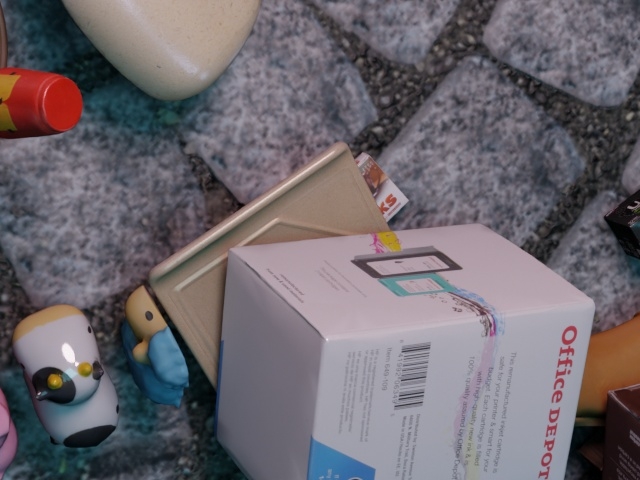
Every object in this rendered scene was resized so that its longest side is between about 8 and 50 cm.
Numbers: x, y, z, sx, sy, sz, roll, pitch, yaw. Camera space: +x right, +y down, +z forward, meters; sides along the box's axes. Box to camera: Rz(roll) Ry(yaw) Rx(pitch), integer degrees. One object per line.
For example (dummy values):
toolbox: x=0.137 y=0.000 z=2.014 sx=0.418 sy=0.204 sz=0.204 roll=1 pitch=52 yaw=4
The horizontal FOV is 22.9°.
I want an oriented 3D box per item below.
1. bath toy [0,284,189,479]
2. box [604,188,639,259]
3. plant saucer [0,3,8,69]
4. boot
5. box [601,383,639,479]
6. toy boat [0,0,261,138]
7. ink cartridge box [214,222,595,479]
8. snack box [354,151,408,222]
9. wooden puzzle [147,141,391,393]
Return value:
bath toy: x=-0.289 y=0.160 z=1.389 sx=0.348 sy=0.129 sz=0.151 roll=-24 pitch=120 yaw=-10
box: x=0.341 y=-0.024 z=1.589 sx=0.083 sy=0.062 sz=0.052 roll=-37 pitch=108 yaw=-7
plant saucer: x=-0.402 y=-0.162 z=1.317 sx=0.277 sy=0.041 sz=0.278 roll=0 pitch=93 yaw=-8
boot: x=0.314 y=0.107 z=1.581 sx=0.220 sy=0.109 sz=0.283 roll=-45 pitch=112 yaw=-3
box: x=0.390 y=0.317 z=1.582 sx=0.191 sy=0.143 sz=0.382 roll=-11 pitch=118 yaw=-19
toy boat: x=-0.195 y=-0.200 z=1.312 sx=0.318 sy=0.148 sz=0.267 roll=-56 pitch=133 yaw=-31
ink cartridge box: x=0.070 y=0.117 z=1.413 sx=0.270 sy=0.197 sz=0.198 roll=-5 pitch=114 yaw=-27
snack box: x=0.000 y=0.000 z=1.510 sx=0.178 sy=0.022 sz=0.064 roll=-45 pitch=113 yaw=-4
wooden puzzle: x=-0.026 y=0.050 z=1.478 sx=0.221 sy=0.044 sz=0.239 roll=-35 pitch=125 yaw=-11
